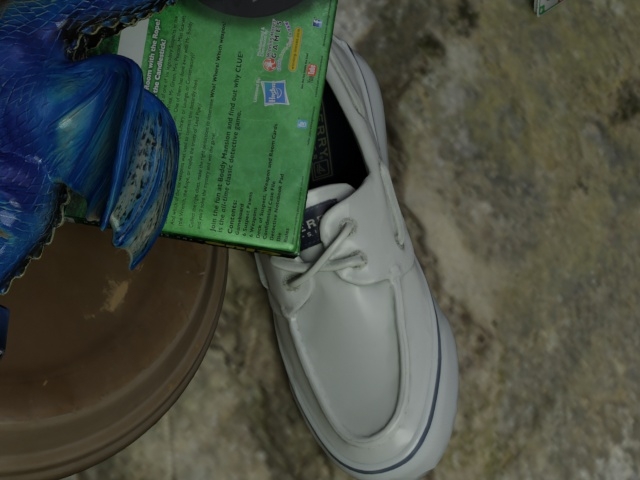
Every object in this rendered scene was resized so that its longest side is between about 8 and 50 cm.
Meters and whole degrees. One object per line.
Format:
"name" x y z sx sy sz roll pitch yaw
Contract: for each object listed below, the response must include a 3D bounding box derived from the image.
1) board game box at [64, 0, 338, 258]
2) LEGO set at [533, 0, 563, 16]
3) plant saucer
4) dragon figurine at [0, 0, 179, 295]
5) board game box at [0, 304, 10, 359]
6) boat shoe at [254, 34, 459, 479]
"board game box" -0.057 -0.129 0.803 0.136 0.030 0.259 10 85 -7
"LEGO set" 0.176 -0.285 1.027 0.060 0.244 0.182 28 48 32
"plant saucer" -0.167 -0.017 0.811 0.278 0.041 0.278 10 66 -24
"dragon figurine" -0.112 -0.037 0.725 0.144 0.085 0.289 2 77 5
"board game box" -0.272 0.050 0.660 0.243 0.165 0.042 27 18 -17
"boat shoe" 0.000 0.000 0.851 0.084 0.095 0.258 36 34 -61
